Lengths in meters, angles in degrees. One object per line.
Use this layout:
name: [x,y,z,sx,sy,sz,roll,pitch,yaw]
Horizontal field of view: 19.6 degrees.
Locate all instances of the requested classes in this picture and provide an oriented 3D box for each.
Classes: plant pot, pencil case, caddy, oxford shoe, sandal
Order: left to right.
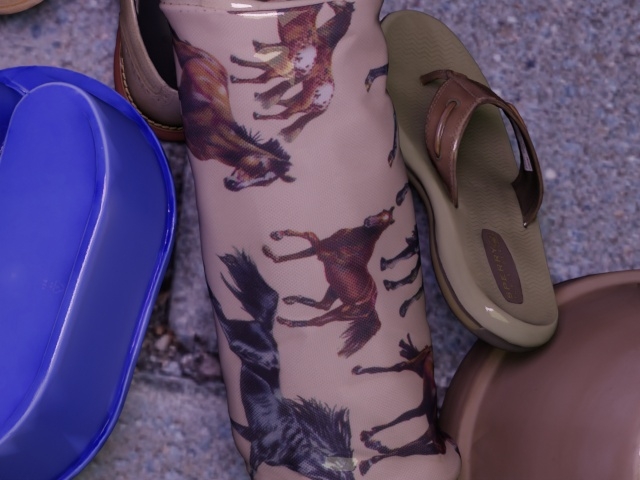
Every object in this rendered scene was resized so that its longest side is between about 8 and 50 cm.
caddy: [-0.244,0.026,1.327,0.241,0.179,0.341,15,80,16]
oxford shoe: [-0.101,-0.256,1.404,0.123,0.130,0.348,-4,84,-11]
pencil case: [0.000,0.000,1.325,0.183,0.160,0.410,-32,117,-52]
sandal: [0.124,-0.058,1.400,0.120,0.086,0.302,2,53,-33]
plant pot: [0.271,0.172,1.351,0.323,0.280,0.323,1,84,-11]

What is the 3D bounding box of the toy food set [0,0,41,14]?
toy food set: [-0.232,-0.233,1.402,0.192,0.038,0.132,-8,78,16]
